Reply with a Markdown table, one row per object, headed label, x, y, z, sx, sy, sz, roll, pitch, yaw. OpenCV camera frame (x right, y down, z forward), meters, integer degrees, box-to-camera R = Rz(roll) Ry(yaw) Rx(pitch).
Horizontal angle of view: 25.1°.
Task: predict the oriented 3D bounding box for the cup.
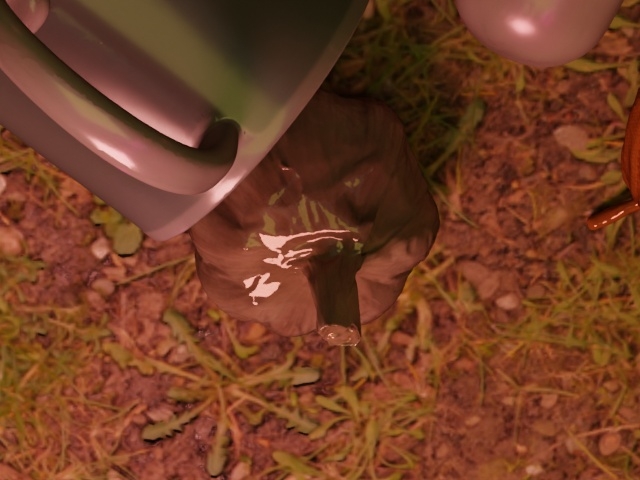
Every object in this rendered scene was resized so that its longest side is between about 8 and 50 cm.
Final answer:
| label | x | y | z | sx | sy | sz | roll | pitch | yaw |
| --- | --- | --- | --- | --- | --- | --- | --- | --- | --- |
| cup | -0.147 | -0.158 | 0.962 | 0.274 | 0.356 | 0.259 | 37 | 111 | -16 |

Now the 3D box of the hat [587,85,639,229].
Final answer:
| label | x | y | z | sx | sy | sz | roll | pitch | yaw |
| --- | --- | --- | --- | --- | --- | --- | --- | --- | --- |
| hat | 0.298 | -0.069 | 1.161 | 0.244 | 0.233 | 0.233 | 48 | 131 | -9 |

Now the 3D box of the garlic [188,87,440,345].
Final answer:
| label | x | y | z | sx | sy | sz | roll | pitch | yaw |
| --- | --- | --- | --- | --- | --- | --- | --- | --- | --- |
| garlic | 0.000 | 0.000 | 1.123 | 0.219 | 0.212 | 0.218 | -4 | 120 | -7 |

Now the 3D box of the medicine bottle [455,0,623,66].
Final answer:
| label | x | y | z | sx | sy | sz | roll | pitch | yaw |
| --- | --- | --- | --- | --- | --- | --- | --- | --- | --- |
| medicine bottle | 0.209 | -0.287 | 1.044 | 0.130 | 0.130 | 0.341 | 21 | 112 | -12 |
